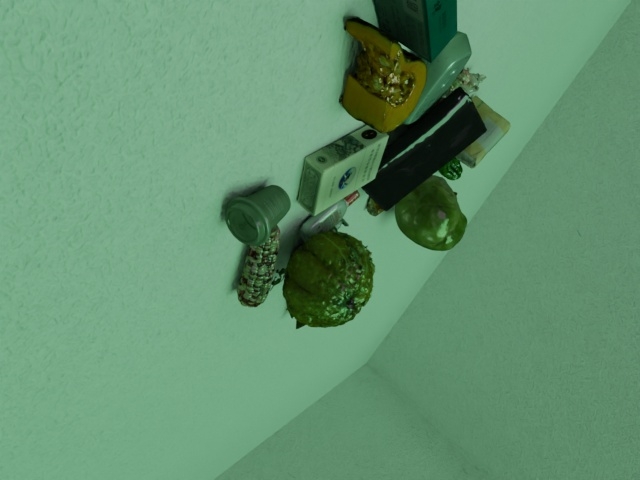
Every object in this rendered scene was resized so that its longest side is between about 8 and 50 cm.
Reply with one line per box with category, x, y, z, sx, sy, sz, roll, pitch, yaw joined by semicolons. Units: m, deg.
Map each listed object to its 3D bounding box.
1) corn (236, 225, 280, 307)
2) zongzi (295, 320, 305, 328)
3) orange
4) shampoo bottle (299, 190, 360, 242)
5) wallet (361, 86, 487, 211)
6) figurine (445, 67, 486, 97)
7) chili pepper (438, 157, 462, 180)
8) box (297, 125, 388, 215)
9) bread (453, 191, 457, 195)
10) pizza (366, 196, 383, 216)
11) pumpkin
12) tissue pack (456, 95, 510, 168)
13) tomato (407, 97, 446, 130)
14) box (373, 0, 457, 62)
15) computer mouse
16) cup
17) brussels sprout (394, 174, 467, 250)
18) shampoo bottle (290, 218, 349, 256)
corn;-0.167;0.069;1.366;0.092;0.092;0.281;-29;147;-42
zongzi;-0.052;0.205;1.762;0.300;0.138;0.286;-52;157;13
orange;0.034;0.129;1.482;0.300;0.223;0.301;-47;140;-11
shampoo bottle;0.031;-0.079;1.540;0.221;0.051;0.108;-43;154;-16
wallet;0.304;-0.267;1.558;0.406;0.062;0.228;-38;144;14
figurine;0.475;-0.508;1.640;0.146;0.081;0.098;-46;159;-6
chili pepper;0.520;-0.313;2.082;0.099;0.083;0.253;-52;155;4
box;0.060;-0.192;1.371;0.256;0.069;0.164;-33;153;-33
bread;0.510;-0.129;2.297;0.232;0.135;0.247;-23;147;-49
pizza;0.260;-0.208;1.736;0.289;0.081;0.228;-48;159;1
pumpkin;0.117;-0.349;1.124;0.190;0.139;0.280;-57;156;19
tissue pack;0.558;-0.394;1.864;0.222;0.186;0.090;-43;171;-16
tomato;0.355;-0.367;1.629;0.224;0.085;0.225;-29;148;-20
box;0.181;-0.481;0.999;0.092;0.153;0.245;-49;161;1
computer mouse;0.295;-0.441;1.381;0.159;0.097;0.288;-38;171;-31
cup;-0.136;-0.066;1.159;0.141;0.120;0.120;-46;162;-42
brussels sprout;0.424;-0.109;1.972;0.273;0.317;0.242;-6;165;-33
shampoo bottle;0.000;0.000;1.599;0.204;0.065;0.065;-43;159;-15
